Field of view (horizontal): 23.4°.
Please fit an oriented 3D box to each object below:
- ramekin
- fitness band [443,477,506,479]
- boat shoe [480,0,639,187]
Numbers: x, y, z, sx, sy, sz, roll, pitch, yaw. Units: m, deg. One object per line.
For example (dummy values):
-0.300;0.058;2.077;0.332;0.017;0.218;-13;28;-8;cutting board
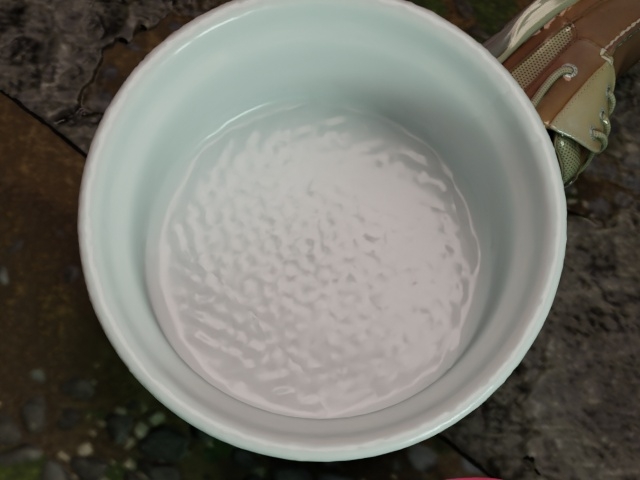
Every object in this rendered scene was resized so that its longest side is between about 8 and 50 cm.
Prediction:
0.000;0.000;0.935;0.277;0.135;0.277;0;77;-1;ramekin
0.120;0.266;0.871;0.209;0.054;0.291;-6;54;-14;fitness band
0.150;-0.087;1.107;0.324;0.123;0.116;-32;69;-21;boat shoe
